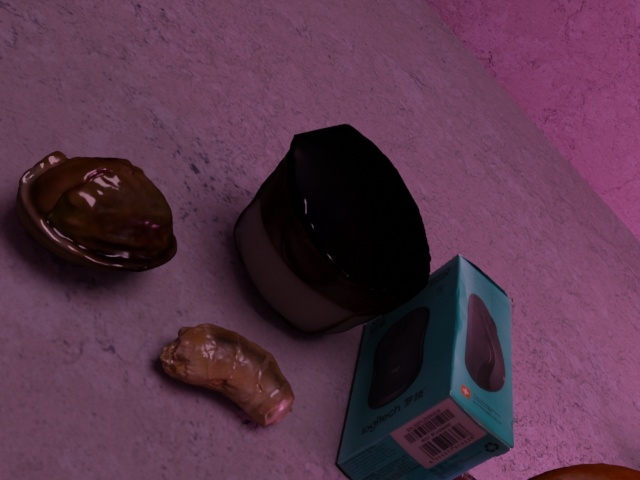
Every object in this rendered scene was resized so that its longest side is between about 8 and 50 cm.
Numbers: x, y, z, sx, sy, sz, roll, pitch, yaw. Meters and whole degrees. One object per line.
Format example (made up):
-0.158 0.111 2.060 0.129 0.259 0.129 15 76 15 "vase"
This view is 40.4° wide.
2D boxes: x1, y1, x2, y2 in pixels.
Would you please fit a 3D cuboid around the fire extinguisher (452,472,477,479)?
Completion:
0.192 0.341 1.224 0.158 0.043 0.064 41 -11 -17 "fire extinguisher"

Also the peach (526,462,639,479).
0.301 0.429 0.953 0.372 0.372 0.290 46 27 -7 "peach"

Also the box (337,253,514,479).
0.148 0.183 1.182 0.118 0.205 0.311 43 31 -17 "box"

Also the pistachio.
-0.241 -0.033 0.977 0.210 0.130 0.165 25 34 -50 "pistachio"

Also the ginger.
-0.101 0.153 1.014 0.190 0.069 0.095 31 57 -32 "ginger"

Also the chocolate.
0.000 0.000 1.207 0.283 0.186 0.284 32 43 -36 "chocolate"
